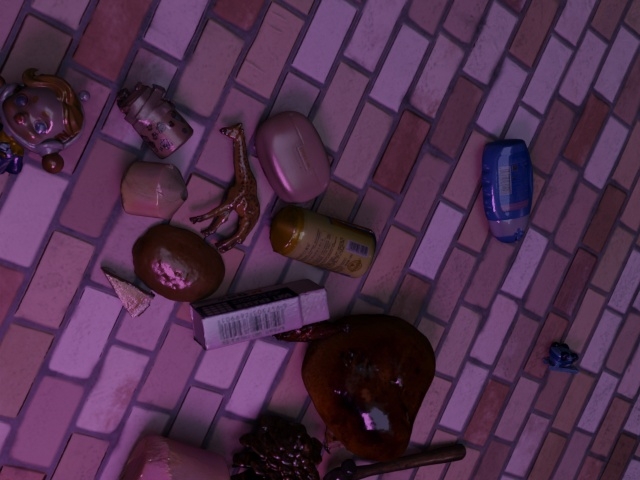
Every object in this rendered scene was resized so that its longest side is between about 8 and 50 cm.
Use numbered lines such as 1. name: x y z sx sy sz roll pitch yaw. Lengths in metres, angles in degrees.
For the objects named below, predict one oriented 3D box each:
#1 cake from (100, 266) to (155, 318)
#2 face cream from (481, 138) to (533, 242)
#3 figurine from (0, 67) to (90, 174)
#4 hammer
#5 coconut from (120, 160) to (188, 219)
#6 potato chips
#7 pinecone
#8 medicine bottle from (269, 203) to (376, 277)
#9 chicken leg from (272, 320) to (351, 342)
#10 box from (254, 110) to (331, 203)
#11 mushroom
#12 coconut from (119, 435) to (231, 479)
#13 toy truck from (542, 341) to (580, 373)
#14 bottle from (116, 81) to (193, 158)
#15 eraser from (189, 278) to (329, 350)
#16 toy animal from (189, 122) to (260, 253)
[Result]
1. cake: -0.406 0.103 1.377 0.121 0.052 0.065 39 86 -27
2. face cream: 0.480 -0.122 1.720 0.149 0.083 0.264 -12 106 -21
3. figurine: -0.543 -0.182 1.220 0.193 0.133 0.274 32 92 -3
4. hammer: 0.204 0.575 1.728 0.439 0.044 0.168 1 143 -32
5. coconut: -0.322 -0.098 1.331 0.122 0.116 0.116 7 99 7
6. potato chips: -0.297 0.053 1.421 0.201 0.049 0.150 39 78 -20
7. pinecone: -0.105 0.520 1.527 0.229 0.202 0.201 -15 125 -59
8. medicine bottle: 0.000 0.000 1.505 0.238 0.124 0.124 19 92 -27
9. chicken leg: -0.019 0.200 1.511 0.205 0.093 0.053 -15 86 20
10. box: -0.058 -0.178 1.458 0.146 0.088 0.200 -31 113 -17
11. mushroom: 0.103 0.340 1.598 0.345 0.259 0.346 7 70 -21
12. coconut: -0.294 0.547 1.421 0.245 0.233 0.233 29 88 -22
13. toy truck: 0.707 0.341 1.938 0.136 0.063 0.074 14 114 -28
14. bottle: -0.328 -0.243 1.320 0.099 0.099 0.152 -43 111 -11
15. eraser: -0.132 0.160 1.475 0.287 0.130 0.086 -11 102 -21
16. toy animal: -0.183 -0.107 1.436 0.149 0.054 0.276 19 95 -24
